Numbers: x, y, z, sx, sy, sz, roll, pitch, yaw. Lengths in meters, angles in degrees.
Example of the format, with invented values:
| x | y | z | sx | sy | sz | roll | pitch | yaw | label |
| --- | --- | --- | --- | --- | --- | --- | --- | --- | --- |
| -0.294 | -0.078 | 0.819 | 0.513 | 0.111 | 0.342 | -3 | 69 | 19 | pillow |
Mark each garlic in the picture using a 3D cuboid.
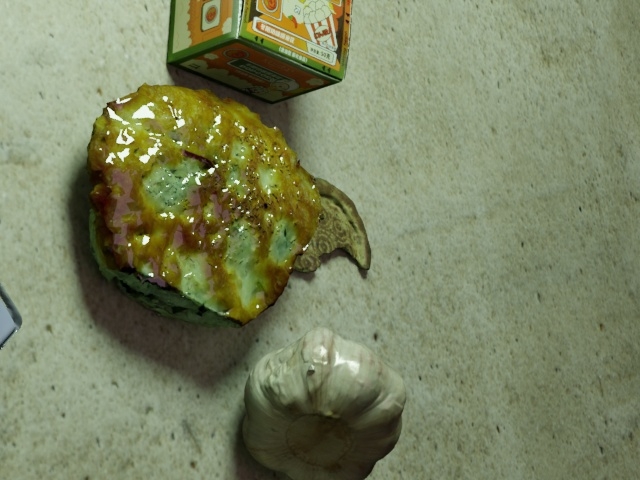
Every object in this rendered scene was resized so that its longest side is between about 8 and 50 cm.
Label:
| x | y | z | sx | sy | sz | roll | pitch | yaw | label |
| --- | --- | --- | --- | --- | --- | --- | --- | --- | --- |
| 0.005 | 0.189 | 1.900 | 0.218 | 0.218 | 0.212 | 54 | 18 | -24 | garlic |

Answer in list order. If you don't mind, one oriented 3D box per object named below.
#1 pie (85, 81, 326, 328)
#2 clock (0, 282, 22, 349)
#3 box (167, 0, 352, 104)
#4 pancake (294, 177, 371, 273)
| x | y | z | sx | sy | sz | roll | pitch | yaw | label |
| --- | --- | --- | --- | --- | --- | --- | --- | --- | --- |
| -0.150 | -0.049 | 1.832 | 0.355 | 0.103 | 0.288 | 26 | 63 | -36 | pie |
| -0.413 | 0.043 | 1.498 | 0.193 | 0.144 | 0.073 | 62 | 33 | -18 | clock |
| -0.078 | -0.300 | 1.933 | 0.195 | 0.148 | 0.177 | 19 | 67 | -44 | box |
| 0.000 | 0.000 | 2.043 | 0.184 | 0.020 | 0.190 | 57 | 46 | -22 | pancake |
